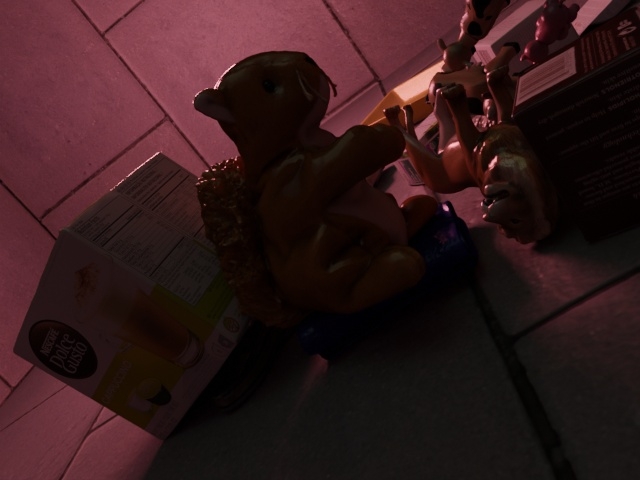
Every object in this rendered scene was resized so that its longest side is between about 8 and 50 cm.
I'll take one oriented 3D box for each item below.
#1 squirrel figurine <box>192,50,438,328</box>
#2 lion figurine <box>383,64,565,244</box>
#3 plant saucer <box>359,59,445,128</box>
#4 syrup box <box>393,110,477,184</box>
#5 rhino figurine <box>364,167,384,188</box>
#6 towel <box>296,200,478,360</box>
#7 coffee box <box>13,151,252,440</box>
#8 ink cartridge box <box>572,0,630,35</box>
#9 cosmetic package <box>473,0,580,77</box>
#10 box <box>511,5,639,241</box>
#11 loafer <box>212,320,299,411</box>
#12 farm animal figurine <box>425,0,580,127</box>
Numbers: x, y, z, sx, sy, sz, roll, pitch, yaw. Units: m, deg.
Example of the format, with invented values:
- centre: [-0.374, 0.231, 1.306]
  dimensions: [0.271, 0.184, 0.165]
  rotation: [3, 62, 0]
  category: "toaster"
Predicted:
- centre: [-0.063, -0.075, 0.898]
  dimensions: [0.397, 0.370, 0.281]
  rotation: [-31, 12, 32]
  category: "squirrel figurine"
- centre: [0.238, -0.132, 0.942]
  dimensions: [0.142, 0.240, 0.392]
  rotation: [-24, 12, -5]
  category: "lion figurine"
- centre: [0.303, -0.453, 1.901]
  dimensions: [0.333, 0.081, 0.333]
  rotation: [-20, 24, 48]
  category: "plant saucer"
- centre: [0.277, -0.238, 1.358]
  dimensions: [0.237, 0.093, 0.096]
  rotation: [-44, 18, -18]
  category: "syrup box"
- centre: [0.116, -0.165, 1.543]
  dimensions: [0.106, 0.073, 0.243]
  rotation: [-33, 18, 27]
  category: "rhino figurine"
- centre: [0.110, 0.065, 0.961]
  dimensions: [0.308, 0.076, 0.227]
  rotation: [-34, 10, 17]
  category: "towel"
- centre: [-0.312, 0.099, 1.130]
  dimensions: [0.337, 0.334, 0.338]
  rotation: [-53, 7, 32]
  category: "coffee box"
- centre: [0.690, -0.562, 1.479]
  dimensions: [0.179, 0.045, 0.145]
  rotation: [-52, 12, 21]
  category: "ink cartridge box"
- centre: [0.489, -0.458, 1.394]
  dimensions: [0.183, 0.151, 0.151]
  rotation: [-37, 17, 7]
  category: "cosmetic package"
- centre: [0.365, -0.145, 0.730]
  dimensions: [0.167, 0.203, 0.168]
  rotation: [-27, 20, 33]
  category: "box"
- centre: [-0.126, 0.190, 1.087]
  dimensions: [0.096, 0.084, 0.267]
  rotation: [-19, 25, 44]
  category: "loafer"
- centre: [0.300, -0.285, 1.029]
  dimensions: [0.172, 0.330, 0.327]
  rotation: [-48, 20, -18]
  category: "farm animal figurine"
